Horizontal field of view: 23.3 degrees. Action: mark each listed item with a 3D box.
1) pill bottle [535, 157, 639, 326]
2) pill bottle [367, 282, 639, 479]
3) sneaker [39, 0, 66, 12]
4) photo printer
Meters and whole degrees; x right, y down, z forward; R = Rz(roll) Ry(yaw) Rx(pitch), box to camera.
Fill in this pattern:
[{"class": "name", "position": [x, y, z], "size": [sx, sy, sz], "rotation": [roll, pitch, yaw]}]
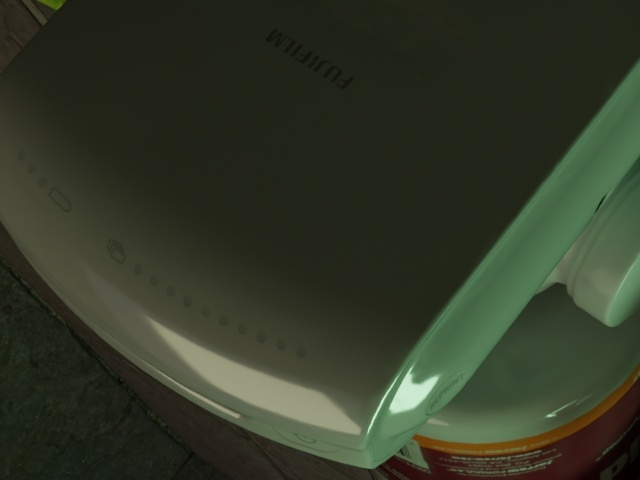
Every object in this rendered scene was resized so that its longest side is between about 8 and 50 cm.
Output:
[{"class": "pill bottle", "position": [0.078, -0.066, 0.839], "size": [0.264, 0.146, 0.146], "rotation": [37, 166, 21]}, {"class": "pill bottle", "position": [0.124, 0.088, 1.062], "size": [0.224, 0.224, 0.392], "rotation": [33, 164, 23]}, {"class": "sneaker", "position": [-0.143, -0.184, 1.189], "size": [0.295, 0.109, 0.123], "rotation": [44, -170, -32]}, {"class": "photo printer", "position": [0.009, -0.067, 0.708], "size": [0.256, 0.307, 0.107], "rotation": [34, 164, 21]}]
